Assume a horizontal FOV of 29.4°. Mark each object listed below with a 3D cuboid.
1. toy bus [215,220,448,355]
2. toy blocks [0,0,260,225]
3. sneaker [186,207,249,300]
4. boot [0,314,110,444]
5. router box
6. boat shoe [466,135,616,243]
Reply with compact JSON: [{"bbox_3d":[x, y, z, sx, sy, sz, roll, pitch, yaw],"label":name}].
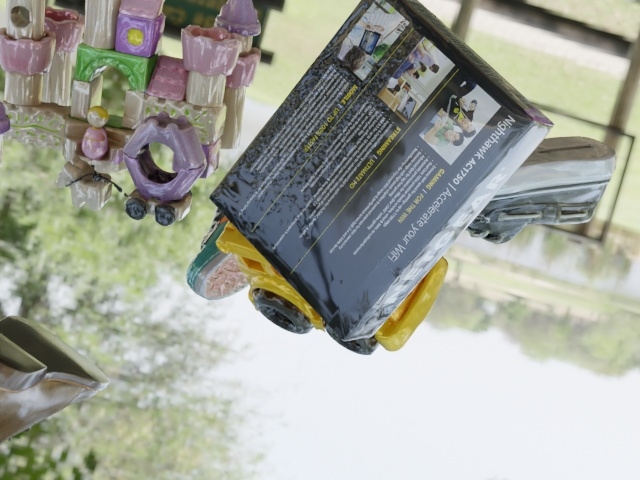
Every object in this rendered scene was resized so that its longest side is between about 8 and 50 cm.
[{"bbox_3d":[0.000,0.000,1.312,0.220,0.149,0.211,16,153,36],"label":"toy bus"},{"bbox_3d":[-0.222,-0.210,1.305,0.288,0.260,0.309,12,-157,6],"label":"toy blocks"},{"bbox_3d":[-0.124,-0.021,1.855,0.121,0.108,0.302,27,-136,21],"label":"sneaker"},{"bbox_3d":[-0.311,0.150,1.232,0.112,0.115,0.305,33,-178,12],"label":"boot"},{"bbox_3d":[0.032,-0.047,0.744,0.133,0.179,0.046,46,-160,19],"label":"router box"},{"bbox_3d":[0.218,-0.049,1.463,0.335,0.119,0.121,-5,-157,-26],"label":"boat shoe"}]
